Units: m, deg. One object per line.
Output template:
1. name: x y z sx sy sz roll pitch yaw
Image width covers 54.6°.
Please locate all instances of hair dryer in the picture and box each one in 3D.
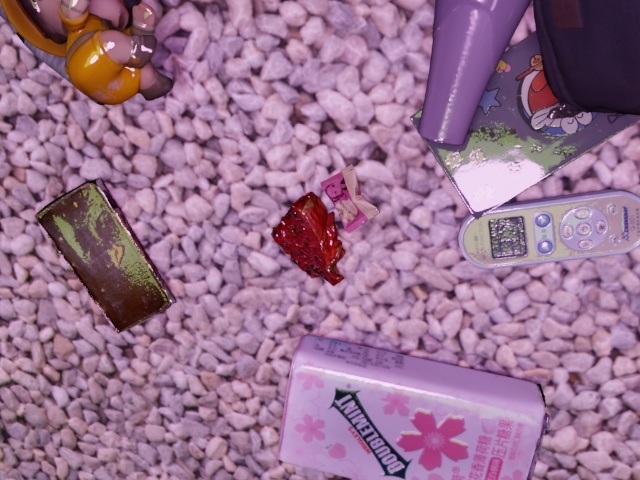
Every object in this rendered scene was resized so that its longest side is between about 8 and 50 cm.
1. hair dryer: 0.076 -0.307 0.774 0.361 0.121 0.301 20 111 15

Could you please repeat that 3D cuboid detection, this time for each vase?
1. vase: -0.376 -0.278 0.876 0.211 0.060 0.060 39 109 -1

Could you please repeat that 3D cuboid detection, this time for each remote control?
1. remote control: 0.307 -0.015 0.828 0.244 0.047 0.087 -7 107 12

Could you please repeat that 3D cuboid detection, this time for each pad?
1. pad: 0.261 -0.159 0.795 0.245 0.006 0.170 -33 85 15

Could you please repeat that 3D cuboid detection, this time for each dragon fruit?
1. dragon fruit: 0.001 -0.003 0.895 0.131 0.063 0.097 47 141 -4

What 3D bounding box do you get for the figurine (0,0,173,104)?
1. figurine: -0.297 -0.288 0.774 0.167 0.192 0.257 -28 66 13

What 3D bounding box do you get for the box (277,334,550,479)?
1. box: 0.132 0.270 0.908 0.369 0.112 0.191 10 108 8

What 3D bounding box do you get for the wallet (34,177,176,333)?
1. wallet: -0.332 0.026 0.969 0.121 0.031 0.232 -28 101 12

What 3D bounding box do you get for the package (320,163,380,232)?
1. package: 0.041 -0.059 0.875 0.059 0.029 0.083 -31 87 24

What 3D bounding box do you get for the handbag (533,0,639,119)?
1. handbag: 0.342 -0.249 0.607 0.177 0.302 0.275 11 101 -32
